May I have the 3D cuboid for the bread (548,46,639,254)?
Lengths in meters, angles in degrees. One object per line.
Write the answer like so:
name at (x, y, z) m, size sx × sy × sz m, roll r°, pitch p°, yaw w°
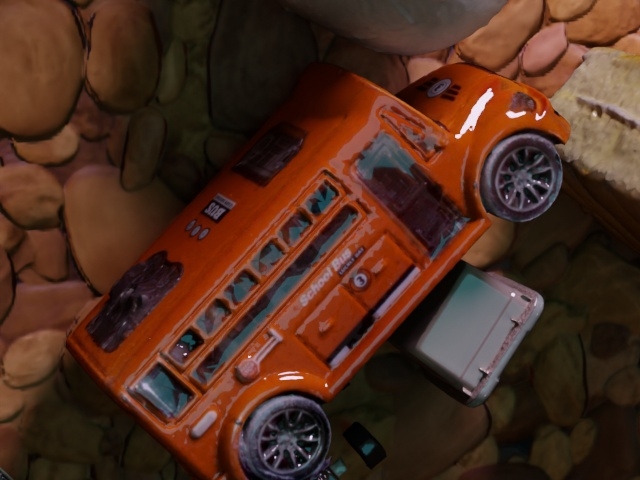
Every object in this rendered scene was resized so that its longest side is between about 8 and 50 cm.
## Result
bread at (0.282, -0.014, 1.125) m, size 0.246 × 0.239 × 0.111 m, roll 38°, pitch 92°, yaw -24°

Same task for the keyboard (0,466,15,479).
keyboard at (-0.242, 0.201, 1.071) m, size 0.129 × 0.015 × 0.049 m, roll -44°, pitch 114°, yaw -8°

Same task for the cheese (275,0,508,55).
cheese at (0.047, -0.212, 1.024) m, size 0.189 × 0.154 × 0.198 m, roll 33°, pitch 89°, yaw -30°

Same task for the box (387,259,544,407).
box at (0.089, 0.054, 1.124) m, size 0.062 × 0.122 × 0.089 m, roll 32°, pitch 89°, yaw -14°

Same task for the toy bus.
toy bus at (0.000, 0.000, 1.059) m, size 0.329 × 0.143 × 0.153 m, roll -46°, pitch 115°, yaw -5°

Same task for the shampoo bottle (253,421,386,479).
shampoo bottle at (-0.052, 0.212, 1.128) m, size 0.236 × 0.068 × 0.067 m, roll -40°, pitch 114°, yaw -8°
